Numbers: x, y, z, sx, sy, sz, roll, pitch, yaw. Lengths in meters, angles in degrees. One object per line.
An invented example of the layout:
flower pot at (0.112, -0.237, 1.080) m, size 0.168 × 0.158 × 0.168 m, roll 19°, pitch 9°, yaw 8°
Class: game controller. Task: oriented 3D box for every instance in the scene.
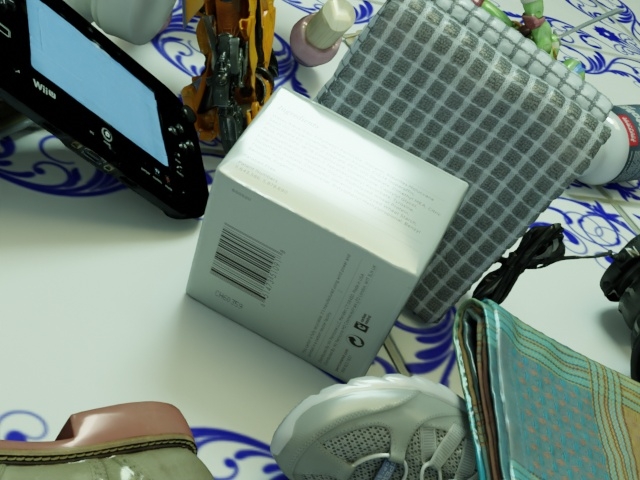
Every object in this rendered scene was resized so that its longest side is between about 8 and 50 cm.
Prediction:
game controller at (-0.208, -0.136, 0.956) m, size 0.319 × 0.067 × 0.166 m, roll 38°, pitch 20°, yaw -48°

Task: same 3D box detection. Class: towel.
towel at (0.097, -0.076, 0.999) m, size 0.235 × 0.284 × 0.121 m, roll 32°, pitch 37°, yaw -5°
towel at (0.263, 0.210, 0.831) m, size 0.370 × 0.040 × 0.271 m, roll 26°, pitch 38°, yaw -25°

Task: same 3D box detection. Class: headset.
headset at (0.355, 0.093, 1.122) m, size 0.394 × 0.185 × 0.243 m, roll 29°, pitch 32°, yaw -23°

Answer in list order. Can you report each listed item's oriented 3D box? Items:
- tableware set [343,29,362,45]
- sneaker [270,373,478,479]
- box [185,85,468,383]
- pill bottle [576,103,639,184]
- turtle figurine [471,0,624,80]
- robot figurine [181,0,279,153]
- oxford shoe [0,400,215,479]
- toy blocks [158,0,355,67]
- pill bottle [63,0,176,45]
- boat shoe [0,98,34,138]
tableware set at (0.119, -0.260, 1.538) m, size 0.141 × 0.020 × 0.169 m, roll -8°, pitch 45°, yaw -41°
sneaker at (0.099, 0.183, 0.797) m, size 0.281 × 0.105 × 0.115 m, roll 15°, pitch 33°, yaw -17°
box at (0.000, 0.000, 0.903) m, size 0.182 × 0.181 × 0.119 m, roll 28°, pitch 52°, yaw 5°
pill bottle at (0.389, -0.131, 1.456) m, size 0.180 × 0.108 × 0.108 m, roll -9°, pitch 46°, yaw -42°
turtle figurine at (0.306, -0.346, 1.607) m, size 0.266 × 0.275 × 0.198 m, roll 27°, pitch 15°, yaw 18°
robot figurine at (-0.096, -0.233, 1.129) m, size 0.085 × 0.291 × 0.211 m, roll 3°, pitch 17°, yaw 10°
oxford shoe at (-0.185, 0.186, 0.585) m, size 0.348 × 0.123 × 0.130 m, roll -12°, pitch 53°, yaw -43°
toy blocks at (-0.097, -0.386, 1.361) m, size 0.288 × 0.309 × 0.260 m, roll 8°, pitch -7°, yaw -13°
pill bottle at (-0.291, -0.325, 1.123) m, size 0.283 × 0.161 × 0.161 m, roll 24°, pitch 32°, yaw 5°
boat shoe at (-0.303, -0.138, 0.979) m, size 0.103 × 0.118 × 0.320 m, roll 25°, pitch 25°, yaw 6°
